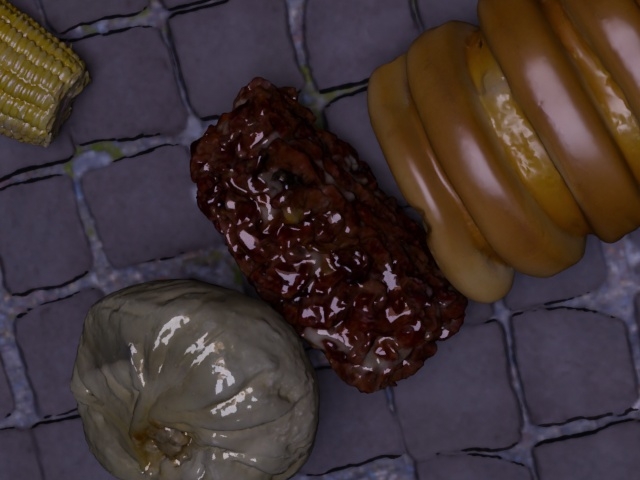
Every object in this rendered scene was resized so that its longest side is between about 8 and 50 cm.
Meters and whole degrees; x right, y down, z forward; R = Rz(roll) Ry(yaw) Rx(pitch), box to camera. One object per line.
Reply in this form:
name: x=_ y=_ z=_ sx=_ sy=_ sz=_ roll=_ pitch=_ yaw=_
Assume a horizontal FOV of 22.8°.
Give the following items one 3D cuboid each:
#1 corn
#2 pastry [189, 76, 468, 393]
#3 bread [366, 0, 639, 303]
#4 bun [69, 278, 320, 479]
corn: x=-0.233 y=-0.129 z=1.039 sx=0.165 sy=0.063 sz=0.085 roll=30 pitch=78 yaw=2
pastry: x=0.000 y=0.000 z=0.996 sx=0.097 sy=0.115 sz=0.208 roll=-40 pitch=97 yaw=17
bread: x=0.183 y=-0.098 z=0.943 sx=0.311 sy=0.121 sz=0.173 roll=-30 pitch=91 yaw=11
bun: x=-0.084 y=0.100 z=0.985 sx=0.188 sy=0.111 sz=0.164 roll=-11 pitch=117 yaw=50
